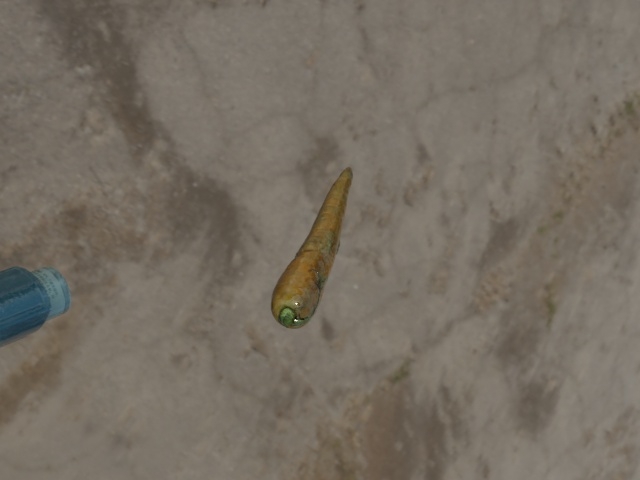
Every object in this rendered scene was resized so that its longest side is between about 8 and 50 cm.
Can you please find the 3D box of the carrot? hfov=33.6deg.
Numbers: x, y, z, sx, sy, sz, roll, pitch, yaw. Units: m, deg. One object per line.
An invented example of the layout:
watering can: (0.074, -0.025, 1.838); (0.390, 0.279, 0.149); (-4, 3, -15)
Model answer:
carrot: (0.000, 0.000, 1.073); (0.254, 0.049, 0.049); (-67, 155, -48)

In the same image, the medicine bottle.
medicine bottle: (-0.396, 0.085, 1.175); (0.258, 0.079, 0.124); (-21, 144, -46)
